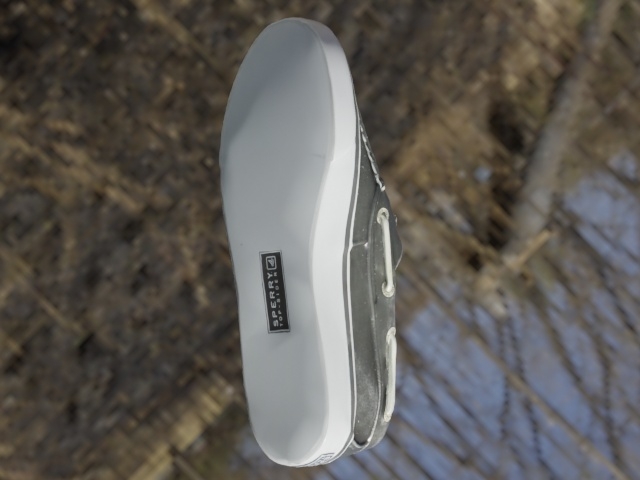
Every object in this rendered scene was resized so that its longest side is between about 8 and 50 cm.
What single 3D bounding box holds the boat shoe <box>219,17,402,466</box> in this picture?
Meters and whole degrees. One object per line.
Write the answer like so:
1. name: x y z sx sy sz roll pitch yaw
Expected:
1. boat shoe: 0.000 0.000 0.916 0.078 0.219 0.070 4 -174 42
